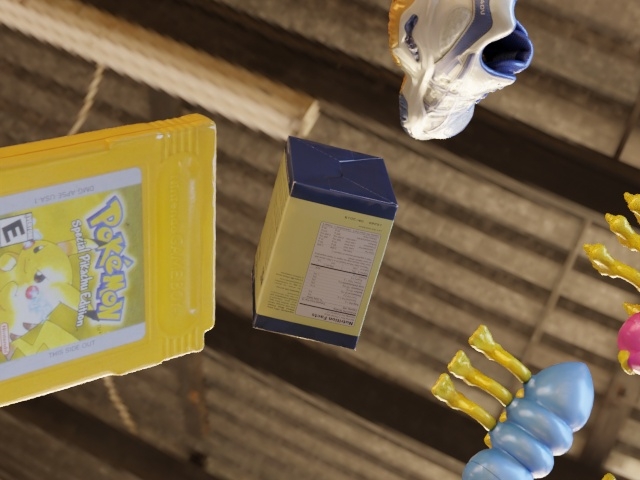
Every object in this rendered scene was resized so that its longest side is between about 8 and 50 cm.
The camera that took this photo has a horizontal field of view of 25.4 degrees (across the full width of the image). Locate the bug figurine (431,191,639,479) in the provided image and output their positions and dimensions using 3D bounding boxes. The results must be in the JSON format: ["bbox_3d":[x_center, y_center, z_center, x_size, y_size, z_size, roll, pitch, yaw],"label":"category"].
[{"bbox_3d":[0.175,0.105,0.771,0.072,0.216,0.279,28,-11,43],"label":"bug figurine"}]

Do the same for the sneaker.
[{"bbox_3d":[0.150,-0.173,1.450,0.131,0.112,0.296,10,-15,13],"label":"sneaker"}]

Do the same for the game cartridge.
[{"bbox_3d":[-0.257,0.024,1.536,0.052,0.323,0.285,32,-52,49],"label":"game cartridge"}]

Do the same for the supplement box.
[{"bbox_3d":[0.000,0.000,0.756,0.056,0.083,0.083,13,-71,-8],"label":"supplement box"}]
